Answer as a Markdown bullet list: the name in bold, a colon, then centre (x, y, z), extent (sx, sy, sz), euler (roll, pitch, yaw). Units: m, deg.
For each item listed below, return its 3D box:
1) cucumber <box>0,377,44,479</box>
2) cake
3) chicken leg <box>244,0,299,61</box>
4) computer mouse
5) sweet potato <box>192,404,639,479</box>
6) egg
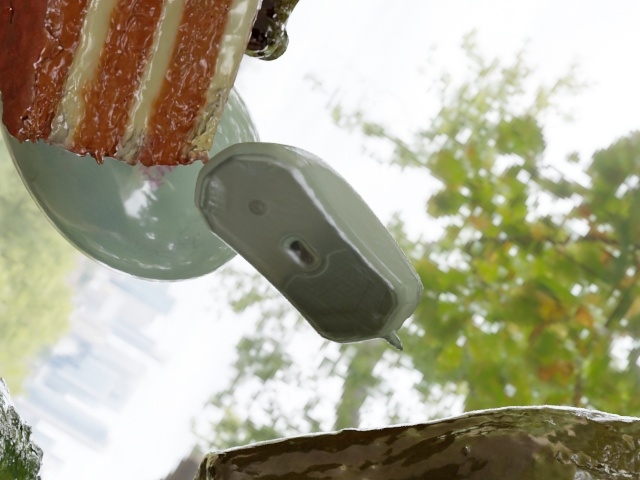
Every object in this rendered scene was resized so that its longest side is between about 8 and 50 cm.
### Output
- **cucumber**: centre (-0.261, 0.093, 0.863), extent (0.325, 0.105, 0.145), euler (68, 21, -62)
- **cake**: centre (-0.070, -0.181, 0.702), extent (0.160, 0.158, 0.262), euler (-21, -108, 36)
- **chicken leg**: centre (0.011, -0.377, 1.477), extent (0.361, 0.211, 0.140), euler (-37, 158, 8)
- **computer mouse**: centre (0.000, 0.000, 0.904), extent (0.089, 0.181, 0.056), euler (-32, -162, 36)
- **sweet potato**: centre (0.055, 0.179, 0.795), extent (0.158, 0.370, 0.157), euler (170, -90, -89)
- **egg**: centre (-0.153, -0.086, 1.084), extent (0.183, 0.264, 0.183), euler (-37, -174, 5)
